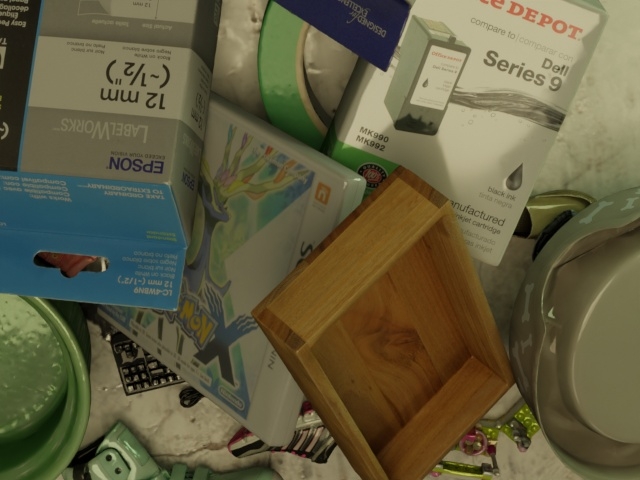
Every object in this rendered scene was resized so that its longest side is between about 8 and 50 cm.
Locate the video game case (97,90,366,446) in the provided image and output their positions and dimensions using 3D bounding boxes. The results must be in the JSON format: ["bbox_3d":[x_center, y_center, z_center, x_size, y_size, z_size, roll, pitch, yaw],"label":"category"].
[{"bbox_3d":[-0.106,0.012,1.771,0.036,0.329,0.299,-1,114,-43],"label":"video game case"}]

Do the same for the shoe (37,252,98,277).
[{"bbox_3d":[-0.255,-0.039,1.864,0.081,0.063,0.178,38,109,-13],"label":"shoe"}]

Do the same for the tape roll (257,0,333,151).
[{"bbox_3d":[0.092,-0.198,1.803,0.321,0.077,0.321,0,107,0],"label":"tape roll"}]

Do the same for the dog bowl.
[{"bbox_3d":[0.362,0.097,1.828,0.349,0.102,0.348,-10,116,-22],"label":"dog bowl"}]

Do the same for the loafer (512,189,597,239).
[{"bbox_3d":[0.242,-0.024,1.872,0.148,0.050,0.056,-5,108,2],"label":"loafer"}]

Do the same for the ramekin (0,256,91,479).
[{"bbox_3d":[-0.401,0.142,1.875,0.304,0.148,0.303,0,108,0],"label":"ramekin"}]

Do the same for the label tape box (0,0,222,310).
[{"bbox_3d":[-0.252,-0.115,1.718,0.249,0.115,0.347,5,79,9],"label":"label tape box"}]

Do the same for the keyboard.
[{"bbox_3d":[-0.146,0.142,1.941,0.180,0.023,0.108,-13,108,5],"label":"keyboard"}]

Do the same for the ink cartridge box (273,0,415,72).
[{"bbox_3d":[0.012,-0.370,1.651,0.072,0.304,0.307,7,113,-49],"label":"ink cartridge box"}]

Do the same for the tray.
[{"bbox_3d":[0.077,0.111,1.707,0.203,0.411,0.076,-45,60,-11],"label":"tray"}]

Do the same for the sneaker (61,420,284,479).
[{"bbox_3d":[-0.180,0.277,1.947,0.256,0.094,0.151,-17,106,5],"label":"sneaker"}]

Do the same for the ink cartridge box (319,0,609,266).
[{"bbox_3d":[0.139,-0.151,1.713,0.211,0.121,0.289,20,107,-6],"label":"ink cartridge box"}]

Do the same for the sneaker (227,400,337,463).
[{"bbox_3d":[-0.022,0.233,1.949,0.170,0.063,0.074,-18,101,1],"label":"sneaker"}]

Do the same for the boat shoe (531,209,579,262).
[{"bbox_3d":[0.260,0.043,1.868,0.083,0.065,0.183,17,116,-32],"label":"boat shoe"}]

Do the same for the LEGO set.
[{"bbox_3d":[0.209,0.207,1.918,0.287,0.107,0.132,-12,108,4],"label":"LEGO set"}]
